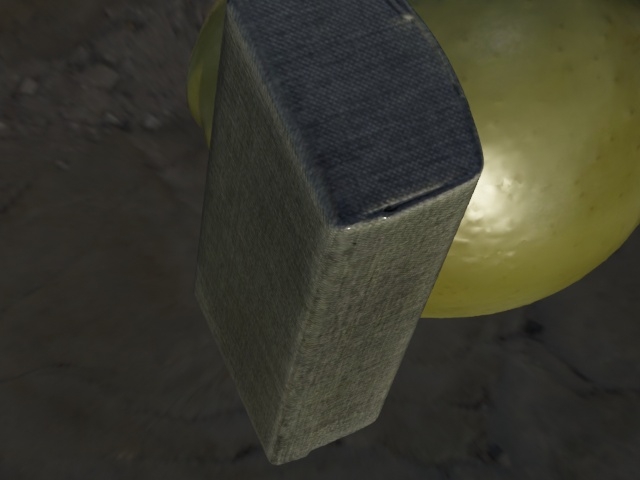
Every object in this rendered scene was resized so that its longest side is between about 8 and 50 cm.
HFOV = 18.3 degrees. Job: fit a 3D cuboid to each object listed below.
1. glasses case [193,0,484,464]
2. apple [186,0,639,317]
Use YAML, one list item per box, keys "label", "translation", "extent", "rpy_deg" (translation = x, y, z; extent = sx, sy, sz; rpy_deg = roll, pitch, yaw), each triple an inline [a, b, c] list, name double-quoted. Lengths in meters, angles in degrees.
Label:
- label: "glasses case"
  translation: [0.000, 0.000, 0.567]
  extent: [0.047, 0.205, 0.071]
  rpy_deg: [-21, 71, -13]
- label: "apple"
  translation: [0.045, -0.060, 0.824]
  extent: [0.200, 0.200, 0.200]
  rpy_deg: [0, 90, 0]
